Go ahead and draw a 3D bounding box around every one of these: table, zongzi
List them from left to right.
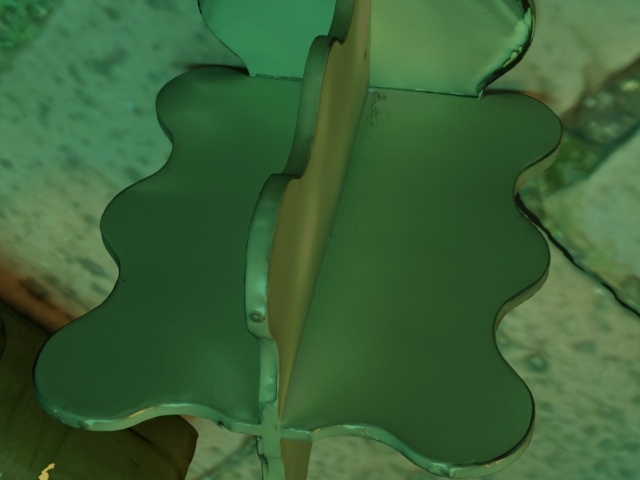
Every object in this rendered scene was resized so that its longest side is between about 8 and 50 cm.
[{"bbox_3d":[-0.218,0.123,0.714,0.228,0.115,0.256,37,119,-22],"label":"zongzi"},{"bbox_3d":[0.000,0.000,0.505,0.167,0.198,0.166,7,132,8],"label":"table"}]
